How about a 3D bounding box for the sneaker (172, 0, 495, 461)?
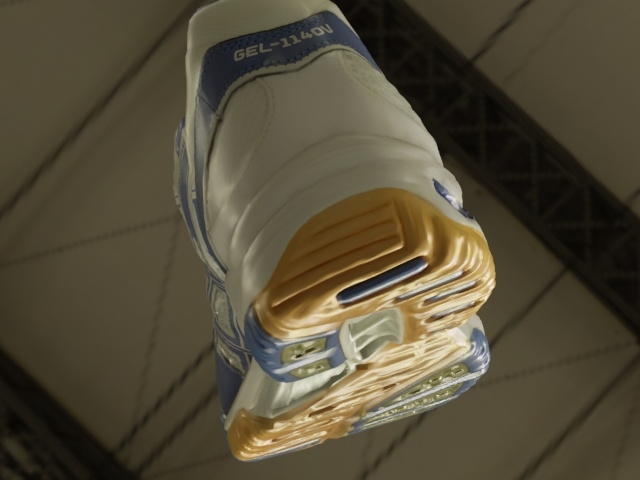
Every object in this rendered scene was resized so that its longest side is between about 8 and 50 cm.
[{"bbox_3d":[0.000,0.000,0.672,0.112,0.296,0.131,-18,-108,-12],"label":"sneaker"}]
